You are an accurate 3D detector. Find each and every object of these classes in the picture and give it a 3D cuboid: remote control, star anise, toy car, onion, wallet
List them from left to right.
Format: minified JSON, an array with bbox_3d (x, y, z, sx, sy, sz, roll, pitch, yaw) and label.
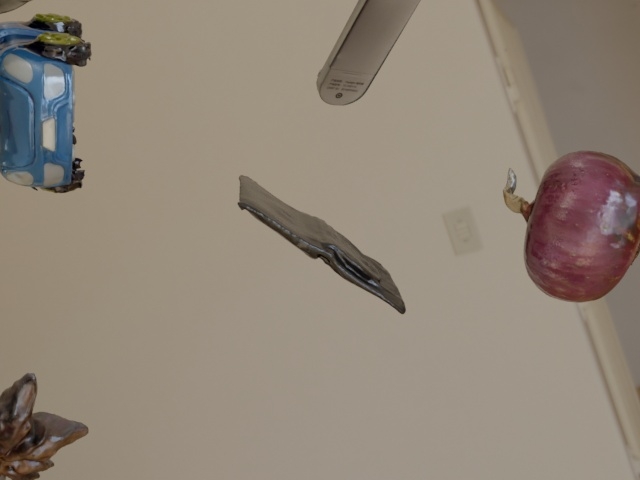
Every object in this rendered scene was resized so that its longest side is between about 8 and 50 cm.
[{"bbox_3d":[-0.596,0.386,1.457,0.349,0.292,0.109,-15,23,-13],"label":"star anise"},{"bbox_3d":[-0.385,-0.181,1.041,0.166,0.198,0.314,-2,25,-20],"label":"toy car"},{"bbox_3d":[0.000,0.000,1.339,0.041,0.323,0.247,-56,13,8],"label":"wallet"},{"bbox_3d":[0.065,-0.272,1.079,0.077,0.022,0.245,3,-37,-27],"label":"remote control"},{"bbox_3d":[0.295,-0.015,0.927,0.153,0.177,0.177,-5,2,1],"label":"onion"}]

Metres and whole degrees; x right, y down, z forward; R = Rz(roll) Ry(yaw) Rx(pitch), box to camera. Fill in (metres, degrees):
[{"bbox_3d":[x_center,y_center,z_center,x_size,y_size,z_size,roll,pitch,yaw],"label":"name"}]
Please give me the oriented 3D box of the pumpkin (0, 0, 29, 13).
[{"bbox_3d":[-0.207,-0.236,0.428,0.139,0.190,0.280,-27,42,3],"label":"pumpkin"}]
